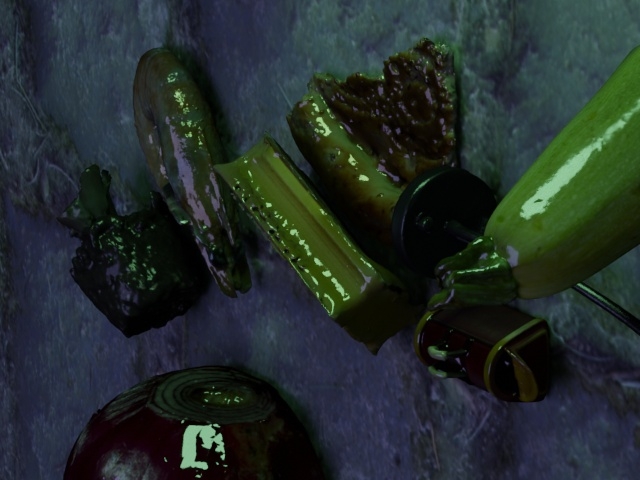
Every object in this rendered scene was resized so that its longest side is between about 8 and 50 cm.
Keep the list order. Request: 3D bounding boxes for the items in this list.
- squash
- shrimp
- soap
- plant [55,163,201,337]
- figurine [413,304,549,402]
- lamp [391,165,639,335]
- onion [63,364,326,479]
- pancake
[{"bbox_3d":[0.214,-0.017,1.504,0.137,0.287,0.137,38,161,15],"label":"squash"},{"bbox_3d":[-0.155,-0.075,2.175,0.168,0.077,0.317,138,117,-65],"label":"shrimp"},{"bbox_3d":[-0.001,0.001,1.908,0.233,0.076,0.135,50,-178,30],"label":"soap"},{"bbox_3d":[-0.239,0.012,2.269,0.203,0.131,0.142,55,144,12],"label":"plant"},{"bbox_3d":[0.151,0.109,1.761,0.154,0.098,0.082,24,119,53],"label":"figurine"},{"bbox_3d":[0.236,0.036,1.657,0.371,0.108,0.130,19,108,35],"label":"lamp"},{"bbox_3d":[-0.158,0.299,2.163,0.337,0.260,0.282,43,131,40],"label":"onion"},{"bbox_3d":[0.059,-0.116,1.839,0.266,0.057,0.244,53,142,29],"label":"pancake"}]
